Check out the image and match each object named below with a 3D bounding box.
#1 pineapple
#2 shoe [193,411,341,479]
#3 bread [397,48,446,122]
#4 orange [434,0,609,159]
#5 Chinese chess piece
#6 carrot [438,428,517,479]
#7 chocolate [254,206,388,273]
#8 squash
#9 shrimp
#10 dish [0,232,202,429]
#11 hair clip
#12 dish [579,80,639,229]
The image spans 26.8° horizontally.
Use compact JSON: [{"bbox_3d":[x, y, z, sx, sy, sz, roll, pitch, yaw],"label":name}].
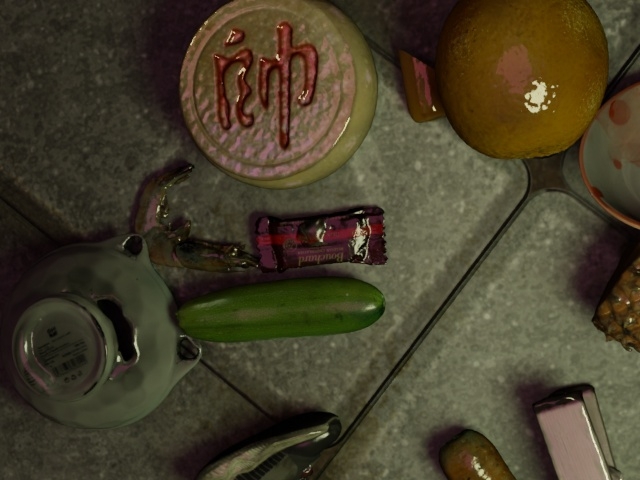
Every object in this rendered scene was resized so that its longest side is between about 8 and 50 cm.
[{"bbox_3d":[0.518,0.131,1.648,0.364,0.165,0.166,31,99,9],"label":"pineapple"},{"bbox_3d":[-0.060,0.315,1.834,0.227,0.099,0.112,-25,93,17],"label":"shoe"},{"bbox_3d":[0.140,-0.209,1.782,0.062,0.049,0.103,-10,92,14],"label":"bread"},{"bbox_3d":[0.248,-0.216,1.668,0.236,0.236,0.236,1,92,14],"label":"orange"},{"bbox_3d":[-0.056,-0.203,1.800,0.270,0.112,0.270,0,91,14],"label":"Chinese chess piece"},{"bbox_3d":[0.270,0.373,1.767,0.078,0.078,0.298,-43,87,12],"label":"carrot"},{"bbox_3d":[0.000,0.000,1.832,0.182,0.028,0.086,-3,95,7],"label":"chocolate"},{"bbox_3d":[-0.052,0.094,1.824,0.292,0.082,0.082,-6,91,15],"label":"squash"},{"bbox_3d":[-0.169,-0.030,1.875,0.195,0.035,0.148,9,92,15],"label":"shrimp"},{"bbox_3d":[-0.333,0.140,1.867,0.303,0.120,0.303,2,97,17],"label":"dish"},{"bbox_3d":[0.357,0.351,1.719,0.085,0.101,0.331,-16,86,9],"label":"hair clip"},{"bbox_3d":[0.454,-0.087,1.661,0.260,0.085,0.260,-8,51,10],"label":"dish"}]
